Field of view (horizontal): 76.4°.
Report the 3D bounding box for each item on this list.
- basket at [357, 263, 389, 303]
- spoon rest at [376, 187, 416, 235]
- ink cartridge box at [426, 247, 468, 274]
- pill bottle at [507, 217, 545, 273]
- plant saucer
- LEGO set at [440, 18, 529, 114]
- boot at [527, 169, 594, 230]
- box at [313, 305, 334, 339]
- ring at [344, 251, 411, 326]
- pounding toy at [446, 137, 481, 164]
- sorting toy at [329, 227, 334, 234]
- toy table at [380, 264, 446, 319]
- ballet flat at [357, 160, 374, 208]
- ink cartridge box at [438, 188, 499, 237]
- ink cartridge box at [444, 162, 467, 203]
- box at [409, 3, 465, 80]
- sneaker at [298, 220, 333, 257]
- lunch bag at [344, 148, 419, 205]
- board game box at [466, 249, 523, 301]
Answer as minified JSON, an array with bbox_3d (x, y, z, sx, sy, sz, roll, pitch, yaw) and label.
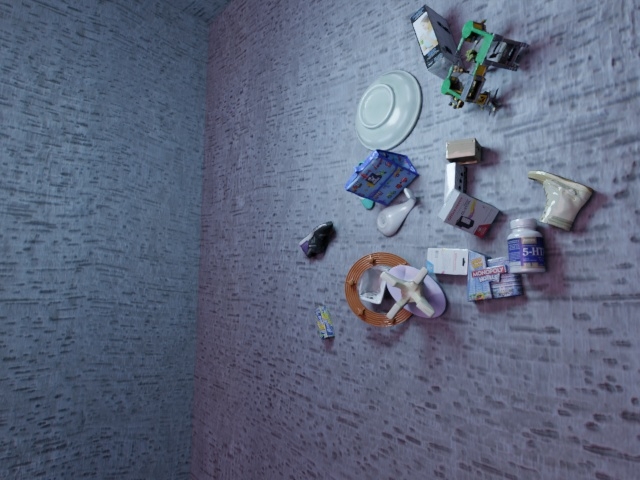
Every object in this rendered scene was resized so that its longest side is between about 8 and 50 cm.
[{"bbox_3d":[0.249,0.195,1.876,0.114,0.103,0.167,14,94,16],"label":"basket"},{"bbox_3d":[0.350,-0.128,1.872,0.276,0.084,0.137,-53,47,46],"label":"spoon rest"},{"bbox_3d":[0.525,0.085,1.646,0.182,0.062,0.104,1,86,48],"label":"ink cartridge box"},{"bbox_3d":[0.713,0.022,1.415,0.112,0.112,0.186,-10,77,46],"label":"pill bottle"},{"bbox_3d":[0.296,-0.638,1.976,0.401,0.101,0.399,-8,79,46],"label":"plant saucer"},{"bbox_3d":[0.641,-0.669,1.581,0.255,0.192,0.330,-120,38,-57],"label":"LEGO set"},{"bbox_3d":[0.782,-0.139,1.391,0.213,0.077,0.164,36,112,41],"label":"boot"},{"bbox_3d":[0.020,0.434,2.148,0.054,0.059,0.168,-35,60,40],"label":"box"},{"bbox_3d":[0.269,0.218,1.801,0.337,0.032,0.335,0,91,15],"label":"ring"},{"bbox_3d":[0.568,-0.362,1.631,0.130,0.141,0.100,-1,84,33],"label":"pounding toy"},{"bbox_3d":[0.043,-0.070,2.231,0.062,0.012,0.083,-51,54,36],"label":"sorting toy"},{"bbox_3d":[0.373,0.211,1.654,0.275,0.161,0.251,27,102,23],"label":"toy table"},{"bbox_3d":[0.213,-0.280,2.021,0.083,0.087,0.246,-10,77,46],"label":"ballet flat"},{"bbox_3d":[0.559,-0.103,1.549,0.072,0.175,0.127,-94,27,-70],"label":"ink cartridge box"},{"bbox_3d":[0.545,-0.201,1.641,0.046,0.097,0.206,0,85,48],"label":"ink cartridge box"},{"bbox_3d":[0.498,-0.837,1.736,0.087,0.169,0.289,-30,65,44],"label":"box"},{"bbox_3d":[0.000,0.000,2.215,0.283,0.107,0.124,-41,75,47],"label":"sneaker"},{"bbox_3d":[0.253,-0.296,1.826,0.221,0.294,0.138,-47,53,33],"label":"lunch bag"},{"bbox_3d":[0.634,0.122,1.525,0.194,0.060,0.193,-19,71,44],"label":"board game box"}]
